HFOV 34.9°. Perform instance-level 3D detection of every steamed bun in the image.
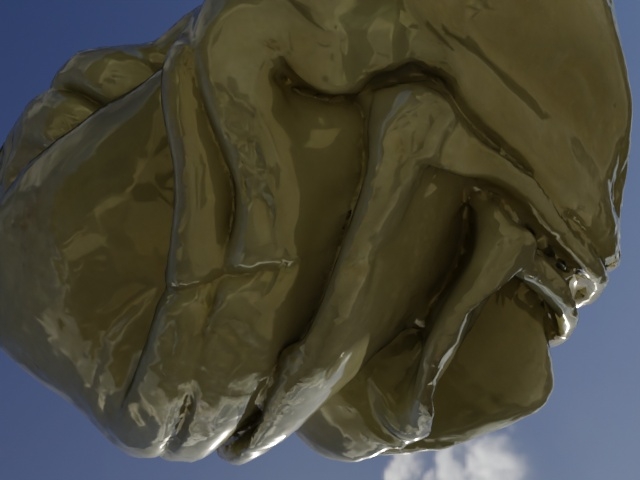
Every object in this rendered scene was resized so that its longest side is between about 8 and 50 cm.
[{"bbox_3d":[-0.001,0.002,0.467,0.289,0.276,0.203,-12,-114,-23],"label":"steamed bun"}]
